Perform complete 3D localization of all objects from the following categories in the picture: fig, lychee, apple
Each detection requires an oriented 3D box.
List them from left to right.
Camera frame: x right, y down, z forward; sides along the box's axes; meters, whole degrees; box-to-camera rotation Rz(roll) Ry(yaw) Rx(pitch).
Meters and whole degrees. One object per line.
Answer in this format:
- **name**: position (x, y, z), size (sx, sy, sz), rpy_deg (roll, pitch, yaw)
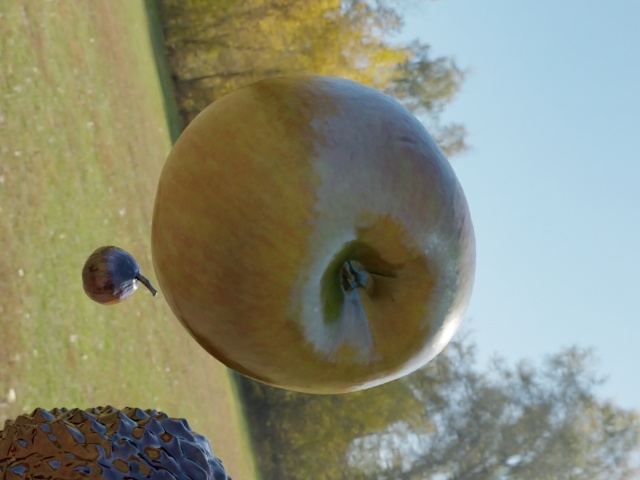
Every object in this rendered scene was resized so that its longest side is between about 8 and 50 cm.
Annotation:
- **fig**: position (-0.427, 0.079, 1.831), size (0.150, 0.128, 0.128), rpy_deg (32, -38, 40)
- **lychee**: position (-0.309, 0.448, 1.342), size (0.425, 0.500, 0.424), rpy_deg (-62, -173, 14)
- **apple**: position (0.000, 0.000, 0.719), size (0.264, 0.264, 0.264), rpy_deg (168, -90, -84)
